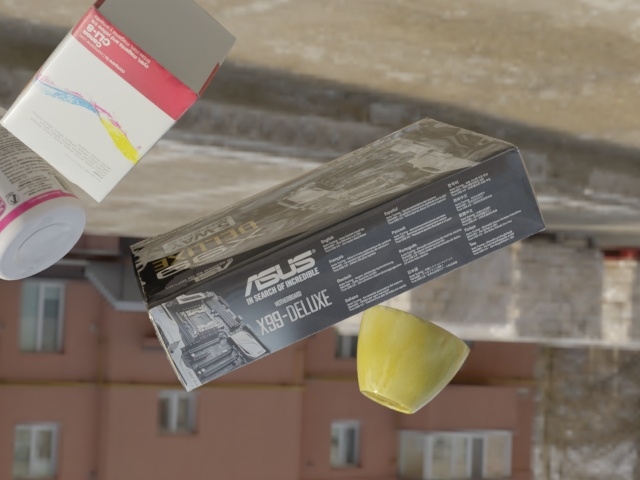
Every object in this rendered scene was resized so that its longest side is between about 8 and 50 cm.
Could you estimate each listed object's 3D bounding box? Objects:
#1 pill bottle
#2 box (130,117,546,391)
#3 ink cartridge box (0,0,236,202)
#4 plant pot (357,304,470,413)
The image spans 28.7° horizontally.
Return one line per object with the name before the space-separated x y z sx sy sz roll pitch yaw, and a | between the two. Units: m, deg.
pill bottle | -0.481 -0.094 1.825 0.160 0.283 0.160 -36 160 -15
box | 0.000 0.000 1.045 0.307 0.077 0.242 -24 -166 -6
ink cartridge box | -0.193 -0.153 1.198 0.127 0.128 0.176 39 125 -14
plant pot | 0.096 0.147 1.472 0.134 0.095 0.134 22 165 6
